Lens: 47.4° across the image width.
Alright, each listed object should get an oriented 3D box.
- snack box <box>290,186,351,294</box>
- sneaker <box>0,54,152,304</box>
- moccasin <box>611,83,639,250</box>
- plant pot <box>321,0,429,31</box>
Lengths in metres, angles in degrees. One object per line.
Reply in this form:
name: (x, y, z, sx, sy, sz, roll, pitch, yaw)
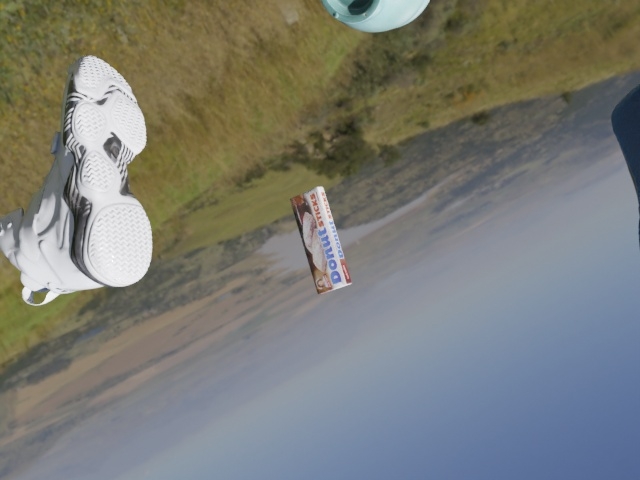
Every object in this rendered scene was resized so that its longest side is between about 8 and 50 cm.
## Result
snack box: (0.000, 0.000, 1.272, 0.064, 0.178, 0.022, -22, 171, 32)
sneaker: (-0.368, -0.085, 1.061, 0.210, 0.365, 0.137, -21, 158, 24)
moccasin: (0.406, -0.042, 0.753, 0.117, 0.341, 0.138, 27, 139, -25)
plant pot: (0.110, -0.639, 1.782, 0.293, 0.293, 0.196, -34, -172, 42)
